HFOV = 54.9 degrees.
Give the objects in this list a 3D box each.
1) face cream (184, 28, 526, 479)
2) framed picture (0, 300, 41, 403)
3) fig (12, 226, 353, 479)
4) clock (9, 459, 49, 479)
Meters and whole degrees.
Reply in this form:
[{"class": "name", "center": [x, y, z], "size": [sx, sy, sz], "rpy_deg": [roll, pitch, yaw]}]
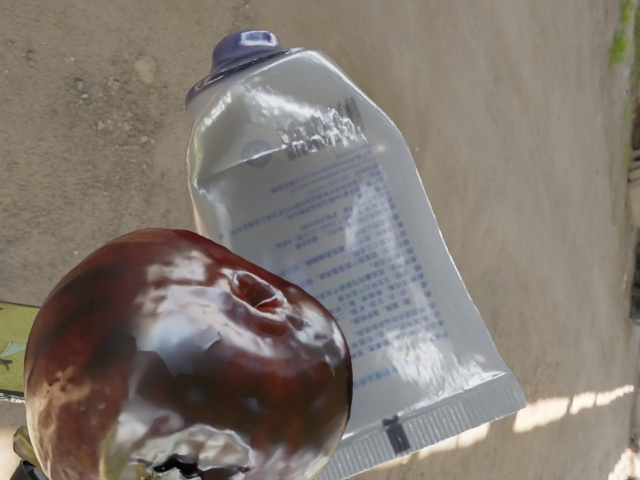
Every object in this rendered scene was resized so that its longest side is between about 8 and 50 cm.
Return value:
[{"class": "face cream", "center": [0.000, 0.000, 0.573], "size": [0.137, 0.235, 0.420], "rpy_deg": [67, 1, -83]}, {"class": "framed picture", "center": [-0.475, 0.139, 0.857], "size": [0.255, 0.339, 0.014], "rpy_deg": [-104, -154, -72]}, {"class": "fig", "center": [-0.102, 0.124, 0.404], "size": [0.204, 0.186, 0.249], "rpy_deg": [24, 108, -24]}, {"class": "clock", "center": [-0.528, 0.502, 1.218], "size": [0.040, 0.184, 0.184], "rpy_deg": [-53, 141, -16]}]
